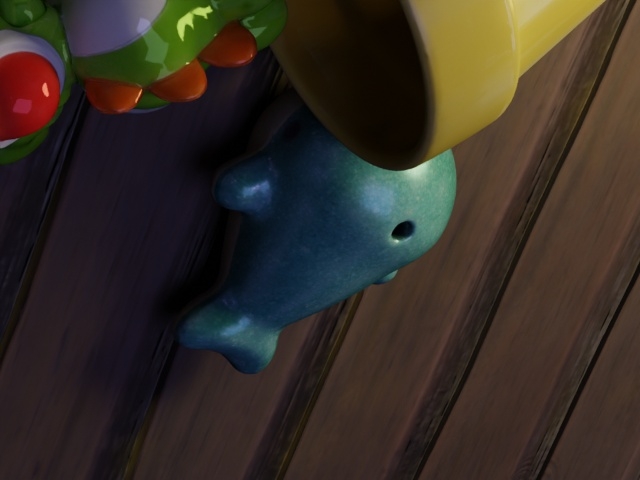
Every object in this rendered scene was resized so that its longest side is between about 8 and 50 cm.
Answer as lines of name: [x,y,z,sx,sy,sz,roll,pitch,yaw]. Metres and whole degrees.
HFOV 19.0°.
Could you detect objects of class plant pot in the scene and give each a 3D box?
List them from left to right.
plant pot: [0.099,-0.212,1.390,0.239,0.254,0.254,-29,131,-20]

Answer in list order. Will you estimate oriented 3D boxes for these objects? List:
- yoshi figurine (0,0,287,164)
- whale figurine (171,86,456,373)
yoshi figurine: [-0.209,-0.150,1.298,0.362,0.203,0.203,-16,87,-11]
whale figurine: [0.000,0.000,1.532,0.216,0.141,0.272,31,98,-44]
